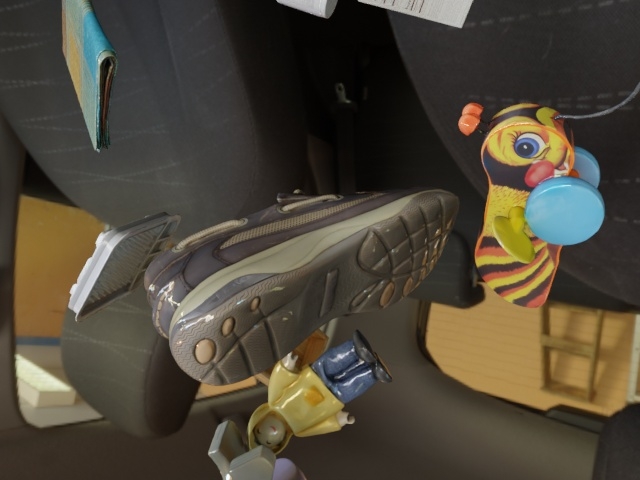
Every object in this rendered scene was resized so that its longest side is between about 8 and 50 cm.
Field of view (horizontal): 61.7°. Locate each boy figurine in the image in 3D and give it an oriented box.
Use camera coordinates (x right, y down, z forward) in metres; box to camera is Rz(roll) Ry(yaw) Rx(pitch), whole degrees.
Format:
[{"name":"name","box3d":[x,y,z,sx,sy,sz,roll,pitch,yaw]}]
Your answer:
[{"name":"boy figurine","box3d":[-0.023,0.272,0.941,0.285,0.177,0.092,-34,-169,2]}]

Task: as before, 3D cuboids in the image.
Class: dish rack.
[{"name":"dish rack","box3d":[-0.522,0.048,1.421,0.072,0.285,0.333,36,-162,2]}]

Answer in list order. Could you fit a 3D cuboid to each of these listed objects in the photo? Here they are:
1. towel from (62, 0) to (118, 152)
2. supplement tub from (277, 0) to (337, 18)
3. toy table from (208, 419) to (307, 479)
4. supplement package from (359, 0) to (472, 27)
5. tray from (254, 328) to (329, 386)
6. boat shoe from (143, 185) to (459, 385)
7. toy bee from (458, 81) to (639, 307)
[{"name":"towel","box3d":[-0.528,-0.424,1.208,0.040,0.370,0.271,-10,148,-32]},{"name":"supplement tub","box3d":[-0.026,-0.471,1.016,0.107,0.071,0.071,22,-179,9]},{"name":"toy table","box3d":[-0.137,0.429,0.859,0.161,0.252,0.274,51,-171,-17]},{"name":"supplement package","box3d":[0.215,-0.587,1.190,0.244,0.134,0.139,12,-139,-7]},{"name":"tray","box3d":[-0.141,0.253,1.411,0.076,0.203,0.411,-1,145,39]},{"name":"boat shoe","box3d":[0.000,0.000,0.513,0.355,0.132,0.130,-19,-134,-41]},{"name":"toy bee","box3d":[0.214,-0.075,0.558,0.162,0.298,0.195,21,-162,10]}]
